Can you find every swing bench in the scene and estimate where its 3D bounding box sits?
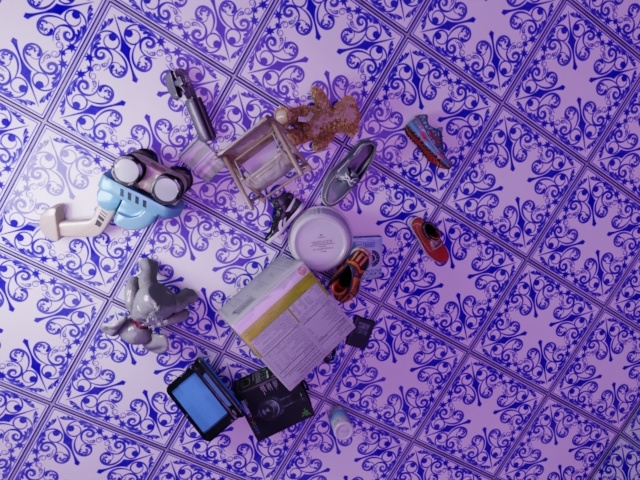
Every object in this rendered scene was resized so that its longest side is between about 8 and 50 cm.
[{"bbox_3d":[-0.213,-0.293,1.788,0.253,0.165,0.254,-32,97,18],"label":"swing bench"}]

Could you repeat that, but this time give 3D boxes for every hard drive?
[{"bbox_3d":[0.174,0.404,2.096,0.094,0.022,0.135,19,97,-13],"label":"hard drive"}]

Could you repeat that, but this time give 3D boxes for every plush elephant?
[{"bbox_3d":[-0.661,0.285,1.817,0.272,0.330,0.255,39,111,-22],"label":"plush elephant"}]

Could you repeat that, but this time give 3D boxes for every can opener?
[{"bbox_3d":[-0.491,-0.502,1.795,0.095,0.076,0.283,-13,105,26],"label":"can opener"}]

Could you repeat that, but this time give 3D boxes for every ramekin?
[{"bbox_3d":[0.000,0.000,1.914,0.273,0.127,0.272,0,100,0],"label":"ramekin"}]

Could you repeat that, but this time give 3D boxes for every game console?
[{"bbox_3d":[-0.466,0.642,1.917,0.173,0.250,0.293,-39,85,-27],"label":"game console"}]

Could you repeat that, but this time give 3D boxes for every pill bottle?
[{"bbox_3d":[0.086,0.789,2.082,0.087,0.160,0.087,-2,101,-9],"label":"pill bottle"}]

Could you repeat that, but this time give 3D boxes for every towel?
[{"bbox_3d":[-0.457,-0.312,1.849,0.152,0.023,0.113,44,92,-15],"label":"towel"}]

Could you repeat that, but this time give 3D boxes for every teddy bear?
[{"bbox_3d":[-0.015,-0.466,1.867,0.338,0.113,0.245,-29,97,4],"label":"teddy bear"}]

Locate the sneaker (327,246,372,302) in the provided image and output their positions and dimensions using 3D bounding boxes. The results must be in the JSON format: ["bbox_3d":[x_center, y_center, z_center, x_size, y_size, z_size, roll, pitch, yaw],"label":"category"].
[{"bbox_3d":[0.086,0.172,1.897,0.125,0.180,0.321,32,137,15],"label":"sneaker"}]

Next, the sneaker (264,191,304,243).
[{"bbox_3d":[-0.177,-0.101,1.916,0.121,0.079,0.217,42,83,-11],"label":"sneaker"}]

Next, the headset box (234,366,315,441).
[{"bbox_3d":[-0.186,0.665,2.026,0.283,0.131,0.246,-23,104,-5],"label":"headset box"}]

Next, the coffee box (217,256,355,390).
[{"bbox_3d":[-0.138,0.301,1.830,0.338,0.338,0.334,-42,104,-14],"label":"coffee box"}]

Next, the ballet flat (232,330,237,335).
[{"bbox_3d":[-0.284,0.414,2.005,0.206,0.073,0.067,43,118,-12],"label":"ballet flat"}]

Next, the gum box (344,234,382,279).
[{"bbox_3d":[0.181,0.074,2.024,0.157,0.041,0.184,-2,101,-9],"label":"gum box"}]

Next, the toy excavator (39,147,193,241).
[{"bbox_3d":[-0.748,-0.127,1.753,0.433,0.222,0.445,27,104,-12],"label":"toy excavator"}]

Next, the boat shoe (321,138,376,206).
[{"bbox_3d":[0.114,-0.271,1.917,0.116,0.099,0.319,37,93,-15],"label":"boat shoe"}]

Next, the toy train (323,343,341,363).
[{"bbox_3d":[0.046,0.429,2.035,0.080,0.105,0.184,15,97,-9],"label":"toy train"}]

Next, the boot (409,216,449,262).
[{"bbox_3d":[0.480,0.013,1.997,0.088,0.176,0.244,-41,106,-2],"label":"boot"}]

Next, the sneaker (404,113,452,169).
[{"bbox_3d":[0.469,-0.406,1.953,0.125,0.104,0.262,-45,105,-2],"label":"sneaker"}]
